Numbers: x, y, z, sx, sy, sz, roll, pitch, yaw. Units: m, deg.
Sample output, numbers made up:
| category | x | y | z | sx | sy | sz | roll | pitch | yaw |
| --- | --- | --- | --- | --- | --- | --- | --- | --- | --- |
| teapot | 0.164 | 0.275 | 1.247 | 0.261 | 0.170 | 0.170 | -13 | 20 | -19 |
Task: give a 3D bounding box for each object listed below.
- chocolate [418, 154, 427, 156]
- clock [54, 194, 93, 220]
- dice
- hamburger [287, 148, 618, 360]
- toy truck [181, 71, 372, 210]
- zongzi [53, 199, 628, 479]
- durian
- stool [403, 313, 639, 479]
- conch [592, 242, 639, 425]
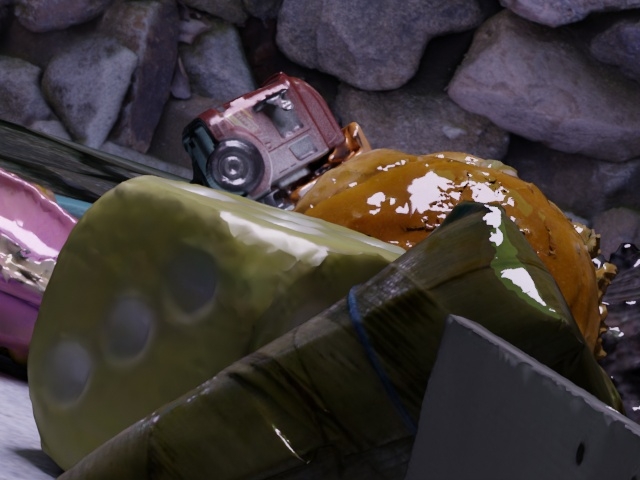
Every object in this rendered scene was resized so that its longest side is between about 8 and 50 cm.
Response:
| category | x | y | z | sx | sy | sz | roll | pitch | yaw |
| --- | --- | --- | --- | --- | --- | --- | --- | --- | --- |
| chocolate | 0.124 | 0.051 | 1.747 | 0.224 | 0.206 | 0.177 | 20 | 12 | -40 |
| clock | -0.163 | 0.034 | 1.495 | 0.223 | 0.094 | 0.274 | 13 | 8 | -37 |
| dice | -0.043 | 0.065 | 1.061 | 0.169 | 0.166 | 0.169 | 21 | 6 | 43 |
| hamburger | 0.090 | 0.058 | 1.367 | 0.245 | 0.260 | 0.211 | -25 | -13 | 5 |
| toy truck | 0.000 | 0.000 | 1.572 | 0.135 | 0.270 | 0.114 | -30 | 2 | -18 |
| zongzi | 0.021 | 0.135 | 0.952 | 0.251 | 0.274 | 0.125 | 57 | 6 | -45 |
| durian | -0.260 | 0.008 | 1.292 | 0.341 | 0.112 | 0.191 | 20 | 14 | -21 |
| stool | 0.168 | 0.157 | 0.725 | 0.243 | 0.170 | 0.270 | 17 | 4 | -13 |
| conch | 0.249 | 0.125 | 1.574 | 0.241 | 0.186 | 0.313 | 26 | -15 | 2 |
